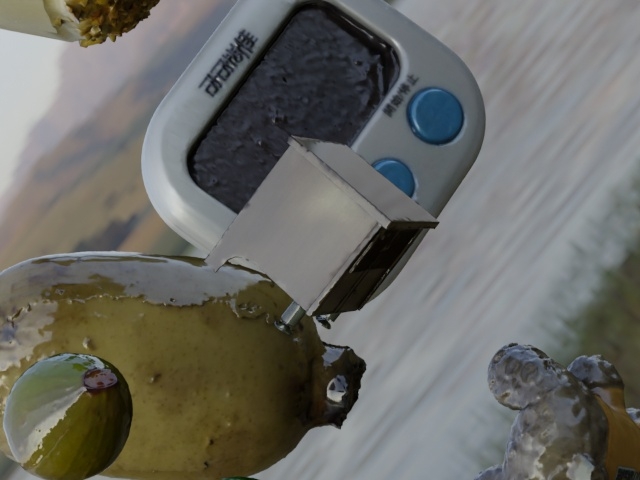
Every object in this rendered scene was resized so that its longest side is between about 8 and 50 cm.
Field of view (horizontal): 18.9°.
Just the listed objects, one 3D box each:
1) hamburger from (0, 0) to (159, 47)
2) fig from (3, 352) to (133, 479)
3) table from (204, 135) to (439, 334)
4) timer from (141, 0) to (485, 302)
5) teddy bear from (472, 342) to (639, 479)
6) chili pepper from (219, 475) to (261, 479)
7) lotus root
[{"bbox_3d":[-0.153,-0.257,1.145,0.294,0.179,0.276,80,-166,-54],"label":"hamburger"},{"bbox_3d":[-0.141,0.098,1.105,0.088,0.074,0.074,-50,3,45],"label":"fig"},{"bbox_3d":[0.000,0.000,1.002,0.082,0.070,0.083,-52,-15,13],"label":"table"},{"bbox_3d":[-0.005,-0.081,1.583,0.262,0.237,0.087,-55,-1,-18],"label":"timer"},{"bbox_3d":[0.228,0.185,1.620,0.140,0.190,0.177,13,89,54],"label":"teddy bear"},{"bbox_3d":[-0.093,0.308,1.071,0.167,0.213,0.385,8,53,40],"label":"chili pepper"},{"bbox_3d":[-0.109,0.086,1.318,0.146,0.284,0.160,-94,14,-46],"label":"lotus root"}]
